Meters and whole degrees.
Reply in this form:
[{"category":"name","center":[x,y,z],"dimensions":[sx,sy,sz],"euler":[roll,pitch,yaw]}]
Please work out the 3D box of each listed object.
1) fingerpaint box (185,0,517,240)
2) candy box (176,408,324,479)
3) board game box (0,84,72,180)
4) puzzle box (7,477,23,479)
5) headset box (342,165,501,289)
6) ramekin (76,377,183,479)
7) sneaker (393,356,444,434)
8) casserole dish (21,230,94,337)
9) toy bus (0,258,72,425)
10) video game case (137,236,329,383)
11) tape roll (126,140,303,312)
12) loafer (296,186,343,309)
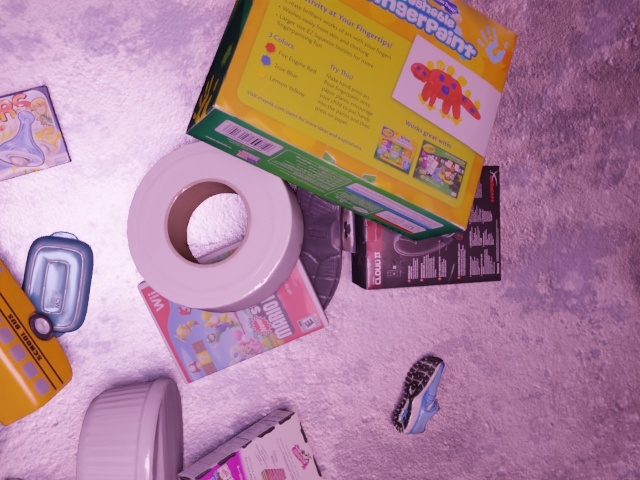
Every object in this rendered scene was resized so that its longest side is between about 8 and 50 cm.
[{"category":"fingerpaint box","center":[0.061,-0.256,1.257],"dimensions":[0.445,0.163,0.371],"euler":[23,74,-21]},{"category":"candy box","center":[-0.119,0.428,1.393],"dimensions":[0.233,0.071,0.159],"euler":[-26,101,-34]},{"category":"board game box","center":[-0.539,-0.169,1.309],"dimensions":[0.201,0.035,0.136],"euler":[-18,99,-11]},{"category":"puzzle box","center":[-0.405,0.607,1.299],"dimensions":[0.409,0.052,0.272],"euler":[20,90,17]},{"category":"headset box","center":[0.177,-0.027,1.444],"dimensions":[0.293,0.110,0.218],"euler":[-4,95,-13]},{"category":"ramekin","center":[-0.312,0.364,1.296],"dimensions":[0.127,0.273,0.272],"euler":[0,95,-1]},{"category":"sneaker","center":[0.201,0.301,1.514],"dimensions":[0.073,0.063,0.162],"euler":[22,94,-31]},{"category":"casserole dish","center":[-0.457,0.079,1.349],"dimensions":[0.114,0.037,0.188],"euler":[9,94,-13]},{"category":"toy bus","center":[-0.546,0.124,1.263],"dimensions":[0.108,0.130,0.332],"euler":[-28,100,23]},{"category":"video game case","center":[-0.154,0.113,1.386],"dimensions":[0.285,0.025,0.204],"euler":[-23,100,7]},{"category":"tape roll","center":[-0.175,-0.023,1.312],"dimensions":[0.286,0.100,0.286],"euler":[-2,80,12]},{"category":"loafer","center":[0.000,0.000,1.409],"dimensions":[0.109,0.095,0.302],"euler":[14,112,13]}]
